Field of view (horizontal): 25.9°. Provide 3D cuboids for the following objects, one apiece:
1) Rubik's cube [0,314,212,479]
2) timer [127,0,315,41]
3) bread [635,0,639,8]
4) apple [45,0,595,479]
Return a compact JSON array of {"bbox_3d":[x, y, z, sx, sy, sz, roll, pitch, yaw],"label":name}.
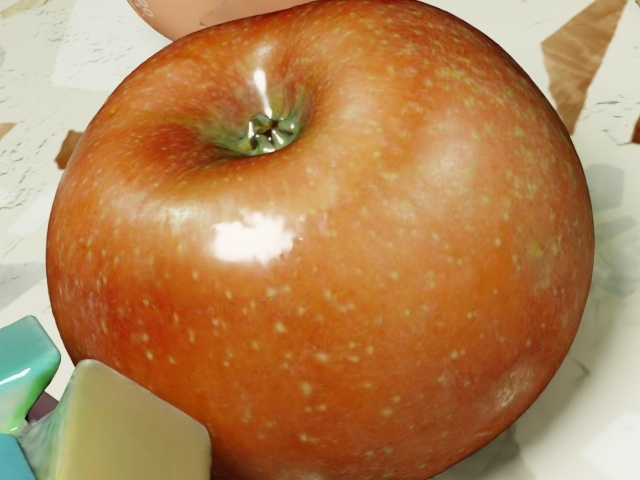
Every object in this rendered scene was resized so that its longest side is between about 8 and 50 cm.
[{"bbox_3d":[-0.174,0.236,0.672,0.358,0.368,0.387,-56,24,-1],"label":"Rubik's cube"},{"bbox_3d":[-0.072,-0.272,1.220,0.229,0.229,0.215,-42,45,-16],"label":"timer"},{"bbox_3d":[0.361,-0.296,1.122,0.275,0.114,0.184,-22,44,2],"label":"bread"},{"bbox_3d":[0.000,0.000,0.891,0.349,0.277,0.348,-14,45,14],"label":"apple"}]
